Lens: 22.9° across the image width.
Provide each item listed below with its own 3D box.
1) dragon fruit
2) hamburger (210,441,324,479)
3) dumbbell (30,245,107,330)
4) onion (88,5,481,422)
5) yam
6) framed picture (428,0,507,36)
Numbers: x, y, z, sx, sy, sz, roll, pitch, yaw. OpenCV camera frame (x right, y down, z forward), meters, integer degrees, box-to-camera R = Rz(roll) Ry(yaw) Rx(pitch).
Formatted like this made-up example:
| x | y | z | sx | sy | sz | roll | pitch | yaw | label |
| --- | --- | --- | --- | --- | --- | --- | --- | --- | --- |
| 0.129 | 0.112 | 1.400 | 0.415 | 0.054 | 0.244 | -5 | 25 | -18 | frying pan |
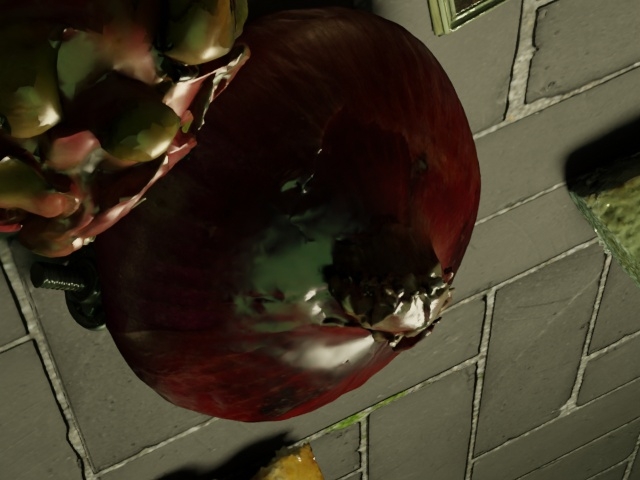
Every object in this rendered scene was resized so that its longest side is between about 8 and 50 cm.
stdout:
| x | y | z | sx | sy | sz | roll | pitch | yaw | label |
| --- | --- | --- | --- | --- | --- | --- | --- | --- | --- |
| -0.158 | -0.138 | 0.858 | 0.250 | 0.291 | 0.269 | -11 | 145 | -24 | dragon fruit |
| -0.104 | 0.468 | 1.890 | 0.268 | 0.287 | 0.445 | -13 | 145 | -27 | hamburger |
| -0.150 | 0.042 | 1.369 | 0.081 | 0.081 | 0.254 | -46 | 148 | 25 | dumbbell |
| 0.000 | 0.000 | 1.226 | 0.347 | 0.285 | 0.347 | -21 | 128 | -29 | onion |
| 0.430 | -0.046 | 1.691 | 0.271 | 0.202 | 0.201 | -34 | 173 | 2 | yam |
| 0.162 | -0.273 | 1.239 | 0.197 | 0.014 | 0.252 | -30 | 152 | -4 | framed picture |
